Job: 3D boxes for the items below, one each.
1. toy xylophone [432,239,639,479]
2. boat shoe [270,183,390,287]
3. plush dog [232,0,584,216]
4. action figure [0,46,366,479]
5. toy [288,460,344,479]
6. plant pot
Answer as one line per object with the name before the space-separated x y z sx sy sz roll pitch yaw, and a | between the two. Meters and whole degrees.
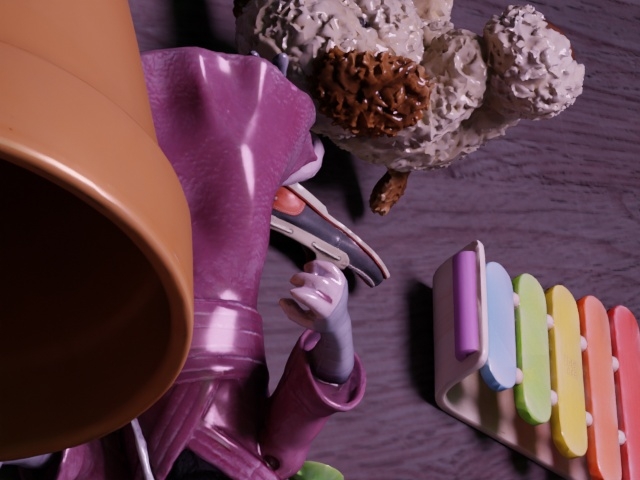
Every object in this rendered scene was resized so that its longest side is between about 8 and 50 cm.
toy xylophone | 0.199 0.145 1.394 0.323 0.081 0.236 23 52 -44
boat shoe | 0.000 0.000 1.255 0.137 0.049 0.043 41 83 -35
plush dog | 0.029 -0.132 1.237 0.225 0.210 0.262 15 22 -47
action figure | -0.098 0.065 1.010 0.276 0.248 0.370 71 10 -76
toy | -0.013 0.252 1.068 0.137 0.056 0.237 37 43 -33
plant pot | -0.203 -0.046 0.800 0.291 0.291 0.203 34 42 -37
